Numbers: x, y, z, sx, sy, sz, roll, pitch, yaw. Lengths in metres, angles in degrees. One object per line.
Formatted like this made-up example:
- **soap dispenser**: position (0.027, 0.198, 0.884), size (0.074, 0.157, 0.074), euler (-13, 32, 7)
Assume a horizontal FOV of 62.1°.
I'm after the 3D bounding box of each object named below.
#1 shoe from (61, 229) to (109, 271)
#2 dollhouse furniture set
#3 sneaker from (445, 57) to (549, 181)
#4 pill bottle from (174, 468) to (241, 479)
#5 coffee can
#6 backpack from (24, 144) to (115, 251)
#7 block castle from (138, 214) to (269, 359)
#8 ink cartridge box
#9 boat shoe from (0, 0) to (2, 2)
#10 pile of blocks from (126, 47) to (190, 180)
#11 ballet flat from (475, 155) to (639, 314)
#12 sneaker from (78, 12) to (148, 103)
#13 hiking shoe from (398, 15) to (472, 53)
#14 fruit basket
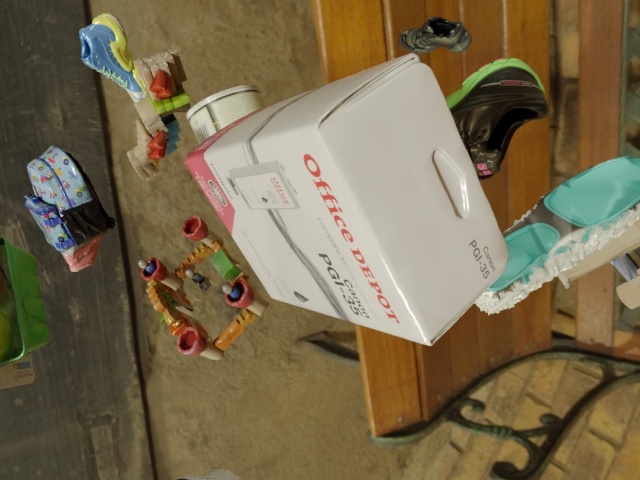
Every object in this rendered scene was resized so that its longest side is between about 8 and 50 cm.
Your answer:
- **shoe**: position (-0.659, 0.012, 1.518), size (0.178, 0.063, 0.081), euler (-54, 145, -48)
- **dollhouse furniture set**: position (0.668, 0.087, 1.237), size (0.198, 0.286, 0.303), euler (-31, 143, 15)
- **sneaker**: position (0.318, -0.211, 1.255), size (0.483, 0.202, 0.185), euler (-43, 151, 21)
- **pill bottle**: position (-0.174, 0.345, 0.588), size (0.215, 0.117, 0.117), euler (-14, 112, -56)
- **coffee can**: position (-0.195, -0.225, 1.357), size (0.201, 0.201, 0.275), euler (-23, 92, -24)
- **backpack**: position (-0.491, -0.085, 1.004), size (0.117, 0.158, 0.173), euler (-33, 126, -29)
- **block castle**: position (-0.409, 0.149, 1.768), size (0.303, 0.453, 0.213), euler (-45, 140, 2)
- **ink cartridge box**: position (0.007, -0.035, 0.520), size (0.117, 0.283, 0.207), euler (-39, 111, -24)
- **boat shoe**: position (-0.552, -0.424, 0.668), size (0.123, 0.123, 0.342), euler (-64, 154, -18)
- **pile of blocks**: position (-0.390, -0.287, 1.330), size (0.148, 0.113, 0.362), euler (-9, 138, -33)
- **ballet flat**: position (0.432, -0.003, 0.976), size (0.408, 0.147, 0.147), euler (-33, 118, -3)
- **sneaker**: position (-0.537, -0.445, 1.359), size (0.126, 0.091, 0.240), euler (-35, 127, -27)
- **hiking shoe**: position (0.316, -0.600, 1.521), size (0.114, 0.226, 0.086), euler (36, 72, -51)
- **fruit basket**: position (-0.657, 0.115, 0.925), size (0.165, 0.353, 0.327), euler (-18, 81, 15)
